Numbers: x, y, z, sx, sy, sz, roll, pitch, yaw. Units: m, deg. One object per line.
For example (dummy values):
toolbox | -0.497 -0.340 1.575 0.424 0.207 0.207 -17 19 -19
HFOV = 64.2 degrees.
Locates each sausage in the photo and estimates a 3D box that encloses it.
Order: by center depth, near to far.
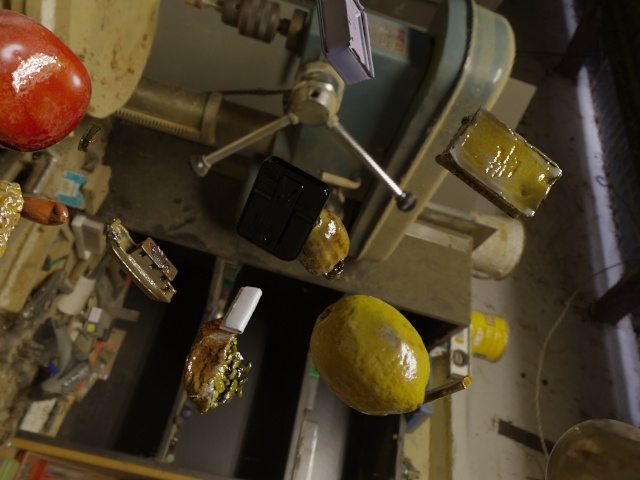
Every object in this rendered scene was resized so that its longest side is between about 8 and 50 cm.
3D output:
sausage | -0.887 -0.093 1.631 0.089 0.179 0.089 14 90 -88

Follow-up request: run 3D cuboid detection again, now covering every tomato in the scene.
tomato | -0.680 -0.342 1.105 0.293 0.325 0.290 -62 148 -28

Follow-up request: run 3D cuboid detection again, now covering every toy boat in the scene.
toy boat | -0.360 0.041 1.037 0.077 0.200 0.057 -30 -159 15

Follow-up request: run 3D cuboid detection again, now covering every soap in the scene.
soap | 0.380 -0.162 1.089 0.135 0.233 0.076 -55 -177 -5

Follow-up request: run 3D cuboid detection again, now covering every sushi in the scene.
sushi | -0.306 0.369 1.528 0.167 0.179 0.296 94 10 -64

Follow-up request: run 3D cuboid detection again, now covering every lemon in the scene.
lemon | 0.077 0.180 0.798 0.170 0.207 0.170 -42 164 -15

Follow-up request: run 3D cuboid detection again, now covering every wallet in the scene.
wallet | -0.189 0.163 1.218 0.025 0.061 0.122 74 30 -44

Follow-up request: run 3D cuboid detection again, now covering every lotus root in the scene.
lotus root | 0.000 0.000 1.528 0.169 0.141 0.314 -40 144 -15

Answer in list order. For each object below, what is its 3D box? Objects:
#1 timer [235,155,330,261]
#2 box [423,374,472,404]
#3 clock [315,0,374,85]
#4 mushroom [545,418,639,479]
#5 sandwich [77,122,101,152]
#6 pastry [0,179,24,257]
timer | -0.078 -0.055 0.999 0.187 0.144 0.055 -63 177 28
box | 0.338 0.415 1.408 0.156 0.022 0.089 -32 164 27
clock | 0.056 -0.468 1.147 0.144 0.073 0.193 29 51 -61
mushroom | 0.426 0.284 0.582 0.290 0.297 0.297 -60 -178 -18
sandwich | -0.568 -0.251 1.248 0.069 0.026 0.101 -35 -147 47
pastry | -0.894 -0.061 1.363 0.102 0.154 0.250 70 28 -69
